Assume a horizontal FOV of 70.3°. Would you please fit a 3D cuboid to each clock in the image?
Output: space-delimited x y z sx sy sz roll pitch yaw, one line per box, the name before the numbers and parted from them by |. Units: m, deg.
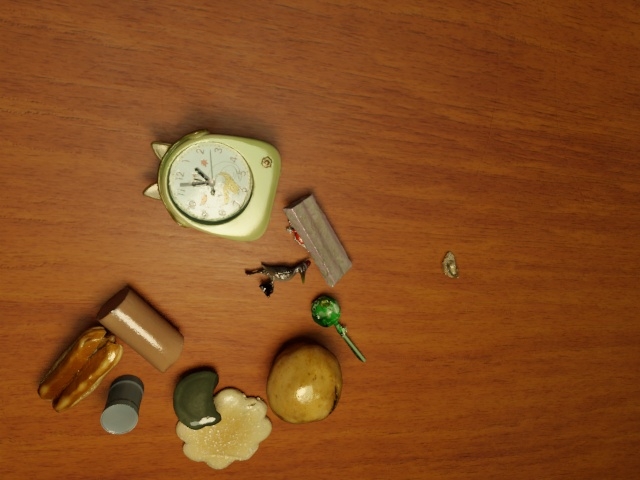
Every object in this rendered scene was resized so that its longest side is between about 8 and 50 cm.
clock | -0.296 -0.163 1.255 0.348 0.117 0.286 12 103 -16

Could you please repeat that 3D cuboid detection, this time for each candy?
candy | 0.074 0.307 1.517 0.097 0.097 0.323 -36 120 -3

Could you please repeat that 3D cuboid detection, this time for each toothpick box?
toothpick box | -0.583 0.482 1.345 0.101 0.153 0.101 -4 107 -13

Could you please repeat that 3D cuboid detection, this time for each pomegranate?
pomegranate | -0.052 0.442 1.420 0.260 0.260 0.260 -4 106 -13

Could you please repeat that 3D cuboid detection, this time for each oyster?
oyster | 0.448 0.085 1.571 0.081 0.038 0.083 19 75 -29

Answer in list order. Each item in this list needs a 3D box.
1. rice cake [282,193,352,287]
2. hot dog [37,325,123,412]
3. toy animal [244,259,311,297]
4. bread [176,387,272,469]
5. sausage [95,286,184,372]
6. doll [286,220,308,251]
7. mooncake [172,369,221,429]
rice cake | 0.000 -0.002 1.392 0.106 0.050 0.298 -45 116 -34
hot dog | -0.686 0.370 1.298 0.135 0.100 0.337 42 110 -8
toy animal | -0.123 0.105 1.405 0.202 0.070 0.105 -19 91 -4
bread | -0.318 0.629 1.511 0.316 0.054 0.316 -4 108 -13
sausage | -0.509 0.261 1.319 0.123 0.123 0.253 -40 112 -1
doll | -0.063 -0.016 1.400 0.057 0.039 0.114 -33 104 -33
mooncake | -0.366 0.492 1.405 0.168 0.104 0.175 21 65 9
